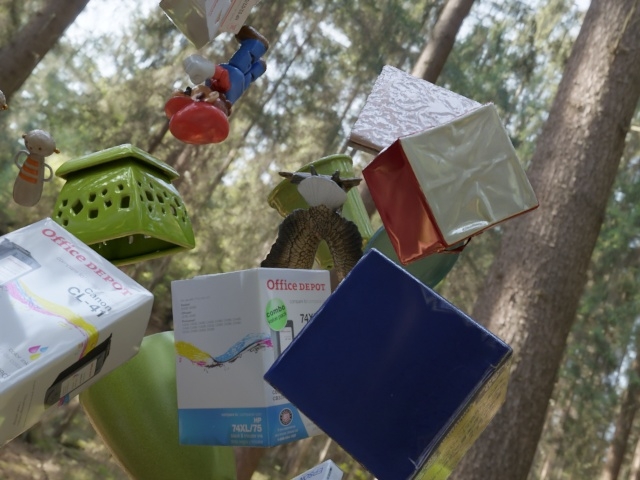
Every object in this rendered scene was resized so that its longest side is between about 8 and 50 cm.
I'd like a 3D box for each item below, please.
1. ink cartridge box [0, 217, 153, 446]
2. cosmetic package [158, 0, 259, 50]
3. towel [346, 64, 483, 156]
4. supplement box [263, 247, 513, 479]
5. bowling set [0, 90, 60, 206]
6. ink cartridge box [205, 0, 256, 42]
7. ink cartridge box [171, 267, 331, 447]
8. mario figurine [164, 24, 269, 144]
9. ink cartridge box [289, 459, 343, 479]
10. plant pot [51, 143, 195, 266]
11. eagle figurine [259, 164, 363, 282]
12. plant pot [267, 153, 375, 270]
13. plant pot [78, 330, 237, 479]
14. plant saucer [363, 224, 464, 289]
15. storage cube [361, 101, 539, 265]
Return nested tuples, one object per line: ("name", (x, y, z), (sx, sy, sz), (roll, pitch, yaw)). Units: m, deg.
("ink cartridge box", (-0.413, 0.118, 0.981), (0.226, 0.306, 0.131), (34, -56, 13))
("cosmetic package", (-0.230, -0.558, 1.632), (0.155, 0.197, 0.365), (49, -6, -19))
("towel", (0.250, -0.265, 1.748), (0.316, 0.332, 0.053), (24, -43, 3))
("supplement box", (0.103, 0.189, 0.925), (0.195, 0.194, 0.356), (37, -8, 22))
("bowling set", (-0.556, -0.157, 1.096), (0.287, 0.154, 0.200), (27, 21, 8))
("ink cartridge box", (-0.162, -0.448, 1.314), (0.061, 0.181, 0.104), (6, -29, -28))
("ink cartridge box", (-0.106, 0.189, 1.216), (0.197, 0.270, 0.198), (-10, -9, 35))
("mario figurine", (-0.245, -0.344, 1.609), (0.170, 0.321, 0.198), (1, -45, 35))
("ink cartridge box", (-0.071, 0.534, 1.353), (0.045, 0.224, 0.223), (45, -57, -12))
("plant pot", (-0.423, -0.074, 1.570), (0.227, 0.207, 0.228), (-13, -15, 18))
("eagle figurine", (0.008, 0.002, 1.575), (0.225, 0.299, 0.226), (12, -7, -33))
("plant pot", (0.026, -0.064, 2.087), (0.254, 0.276, 0.276), (62, -18, 15))
("plant pot", (-0.284, 0.375, 1.414), (0.294, 0.274, 0.275), (56, -8, 31))
("plant saucer", (0.224, 0.031, 1.843), (0.044, 0.317, 0.318), (51, -2, 44))
("storage cube", (0.208, -0.086, 1.209), (0.215, 0.183, 0.193), (67, -17, 5))
